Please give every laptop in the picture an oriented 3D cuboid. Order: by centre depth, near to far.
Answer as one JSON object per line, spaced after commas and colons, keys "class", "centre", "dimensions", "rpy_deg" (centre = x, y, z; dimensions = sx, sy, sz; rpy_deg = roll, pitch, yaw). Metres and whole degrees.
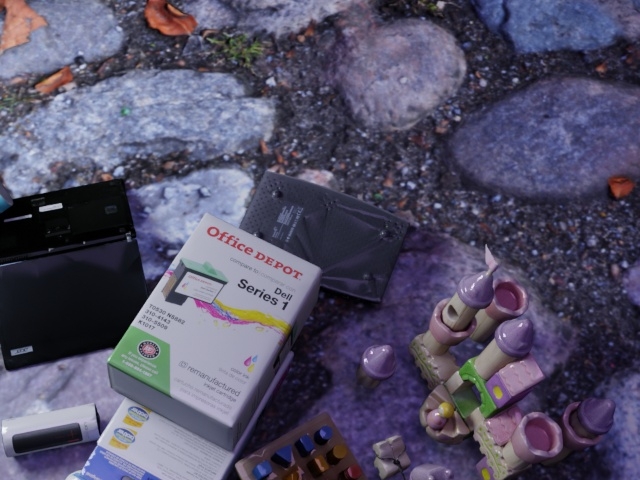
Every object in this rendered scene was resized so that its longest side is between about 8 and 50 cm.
{"class": "laptop", "centre": [-0.400, 0.044, 1.690], "dimensions": [0.234, 0.137, 0.264], "rpy_deg": [-12, 39, -11]}

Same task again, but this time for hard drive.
{"class": "hard drive", "centre": [0.000, 0.000, 1.723], "dimensions": [0.254, 0.054, 0.172], "rpy_deg": [20, 63, 5]}

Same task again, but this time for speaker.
{"class": "speaker", "centre": [-0.387, 0.273, 1.548], "dimensions": [0.136, 0.055, 0.055], "rpy_deg": [-9, 64, -10]}

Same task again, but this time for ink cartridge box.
{"class": "ink cartridge box", "centre": [-0.147, 0.127, 1.544], "dimensions": [0.201, 0.117, 0.278], "rpy_deg": [26, 62, 8]}
{"class": "ink cartridge box", "centre": [-0.192, 0.258, 1.568], "dimensions": [0.185, 0.065, 0.311], "rpy_deg": [26, 60, 8]}

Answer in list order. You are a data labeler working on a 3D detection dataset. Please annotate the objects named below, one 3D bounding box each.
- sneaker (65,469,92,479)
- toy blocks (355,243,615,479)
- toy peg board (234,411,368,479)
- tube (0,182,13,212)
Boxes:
{"class": "sneaker", "centre": [-0.296, 0.411, 1.443], "dimensions": [0.091, 0.126, 0.240], "rpy_deg": [-19, 66, -14]}
{"class": "toy blocks", "centre": [0.231, 0.195, 1.492], "dimensions": [0.308, 0.260, 0.289], "rpy_deg": [-15, 65, -28]}
{"class": "toy peg board", "centre": [-0.009, 0.341, 1.511], "dimensions": [0.161, 0.079, 0.161], "rpy_deg": [-26, 77, -23]}
{"class": "tube", "centre": [-0.580, -0.022, 1.671], "dimensions": [0.207, 0.052, 0.080], "rpy_deg": [-32, 60, 1]}
